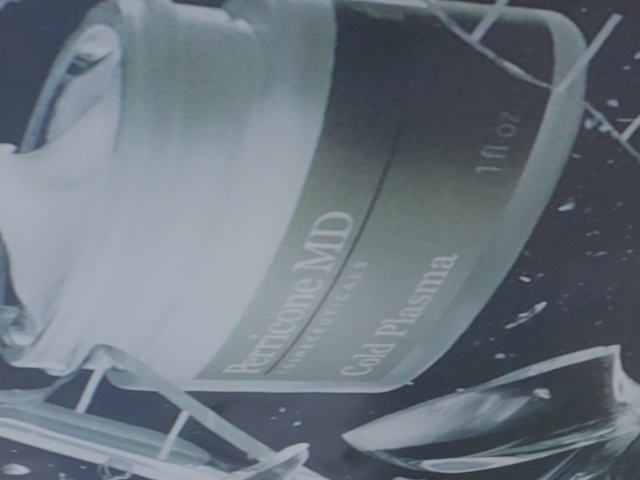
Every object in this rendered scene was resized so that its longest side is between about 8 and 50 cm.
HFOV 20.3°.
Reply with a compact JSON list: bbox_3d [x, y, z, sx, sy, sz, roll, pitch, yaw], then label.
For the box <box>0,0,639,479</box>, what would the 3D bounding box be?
[{"bbox_3d":[-0.028,-0.048,0.723,0.480,0.471,0.297,123,147,-42],"label":"box"}]
